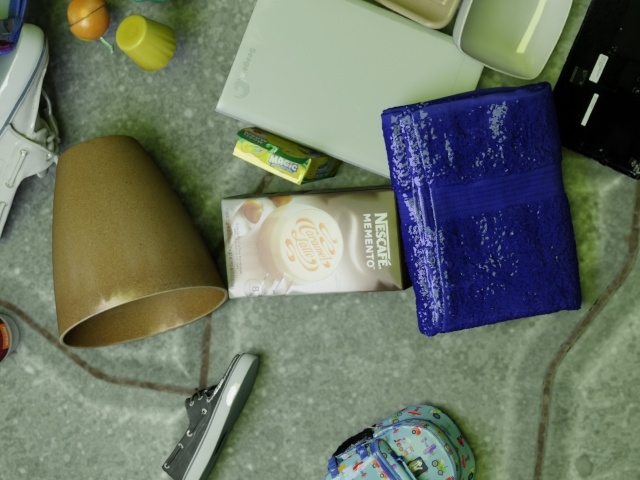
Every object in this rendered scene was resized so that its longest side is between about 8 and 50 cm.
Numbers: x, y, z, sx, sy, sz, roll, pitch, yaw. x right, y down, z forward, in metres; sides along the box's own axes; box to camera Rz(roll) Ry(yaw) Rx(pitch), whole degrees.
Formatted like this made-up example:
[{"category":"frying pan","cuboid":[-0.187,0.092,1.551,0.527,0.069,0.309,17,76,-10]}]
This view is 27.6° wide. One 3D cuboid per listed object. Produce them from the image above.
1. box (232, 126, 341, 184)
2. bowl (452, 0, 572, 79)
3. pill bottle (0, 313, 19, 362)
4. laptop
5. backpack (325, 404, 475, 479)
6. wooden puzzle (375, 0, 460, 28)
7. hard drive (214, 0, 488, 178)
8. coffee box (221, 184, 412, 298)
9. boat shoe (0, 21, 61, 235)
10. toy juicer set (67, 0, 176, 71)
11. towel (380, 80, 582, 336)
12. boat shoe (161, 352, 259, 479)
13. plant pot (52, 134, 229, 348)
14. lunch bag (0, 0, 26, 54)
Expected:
[{"category":"box","cuboid":[-0.044,-0.115,1.732,0.105,0.179,0.043,25,101,14]},{"category":"bowl","cuboid":[0.241,-0.291,1.673,0.142,0.053,0.142,17,103,-27]},{"category":"pill bottle","cuboid":[-0.507,0.148,1.907,0.086,0.152,0.086,1,95,16]},{"category":"laptop","cuboid":[0.452,-0.187,1.665,0.264,0.136,0.234,30,103,38]},{"category":"backpack","cuboid":[0.115,0.313,1.757,0.173,0.117,0.158,-32,86,14]},{"category":"wooden puzzle","cuboid":[0.133,-0.417,1.701,0.221,0.044,0.239,34,101,32]},{"category":"hard drive","cuboid":[0.042,-0.209,1.701,0.307,0.040,0.203,21,89,-7]},{"category":"coffee box","cuboid":[0.000,0.000,1.771,0.246,0.098,0.141,-4,94,17]},{"category":"boat shoe","cuboid":[-0.429,-0.135,1.863,0.156,0.136,0.367,16,118,-26]},{"category":"toy juicer set","cuboid":[-0.244,-0.408,1.827,0.209,0.089,0.329,18,85,33]},{"category":"towel","cuboid":[0.212,-0.038,1.670,0.227,0.076,0.308,-11,100,-3]},{"category":"boat shoe","cuboid":[-0.163,0.250,1.858,0.076,0.080,0.228,28,110,11]},{"category":"plant pot","cuboid":[-0.277,-0.008,1.803,0.237,0.237,0.254,-23,76,17]},{"category":"lunch bag","cuboid":[-0.582,-0.402,1.799,0.328,0.239,0.385,-13,94,38]}]
